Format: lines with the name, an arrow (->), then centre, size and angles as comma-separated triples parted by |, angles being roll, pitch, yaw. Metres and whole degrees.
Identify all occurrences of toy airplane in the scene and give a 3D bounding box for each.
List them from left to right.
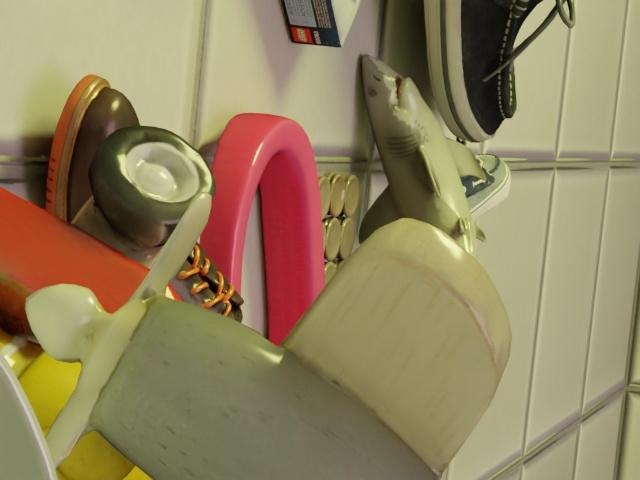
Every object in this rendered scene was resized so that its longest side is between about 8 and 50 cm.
toy airplane -> -0.074, 0.155, 0.732 | 0.272, 0.384, 0.386 | -27, 117, -44

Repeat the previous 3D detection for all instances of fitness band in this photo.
fitness band -> -0.048, 0.050, 1.273 | 0.209, 0.054, 0.291 | -52, 145, -56

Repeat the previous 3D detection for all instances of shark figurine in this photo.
shark figurine -> 0.079, -0.004, 1.517 | 0.166, 0.116, 0.278 | 33, 40, -52

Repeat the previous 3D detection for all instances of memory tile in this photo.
memory tile -> 0.000, 0.000, 1.452 | 0.148, 0.012, 0.113 | -8, 105, -70

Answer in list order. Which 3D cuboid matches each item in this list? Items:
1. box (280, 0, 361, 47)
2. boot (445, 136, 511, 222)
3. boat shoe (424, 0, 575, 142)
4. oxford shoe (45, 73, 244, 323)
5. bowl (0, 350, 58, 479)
box -> 0.018, -0.286, 1.347 | 0.159, 0.044, 0.233 | 75, 29, -49
boot -> 0.141, -0.071, 1.742 | 0.190, 0.069, 0.086 | -46, 134, -58
boat shoe -> 0.168, -0.267, 1.544 | 0.500, 0.156, 0.187 | 86, 6, -51
oxford shoe -> -0.094, 0.015, 1.056 | 0.271, 0.098, 0.097 | 79, 26, -43
bowl -> -0.236, 0.108, 0.542 | 0.134, 0.298, 0.298 | -165, -106, -64
